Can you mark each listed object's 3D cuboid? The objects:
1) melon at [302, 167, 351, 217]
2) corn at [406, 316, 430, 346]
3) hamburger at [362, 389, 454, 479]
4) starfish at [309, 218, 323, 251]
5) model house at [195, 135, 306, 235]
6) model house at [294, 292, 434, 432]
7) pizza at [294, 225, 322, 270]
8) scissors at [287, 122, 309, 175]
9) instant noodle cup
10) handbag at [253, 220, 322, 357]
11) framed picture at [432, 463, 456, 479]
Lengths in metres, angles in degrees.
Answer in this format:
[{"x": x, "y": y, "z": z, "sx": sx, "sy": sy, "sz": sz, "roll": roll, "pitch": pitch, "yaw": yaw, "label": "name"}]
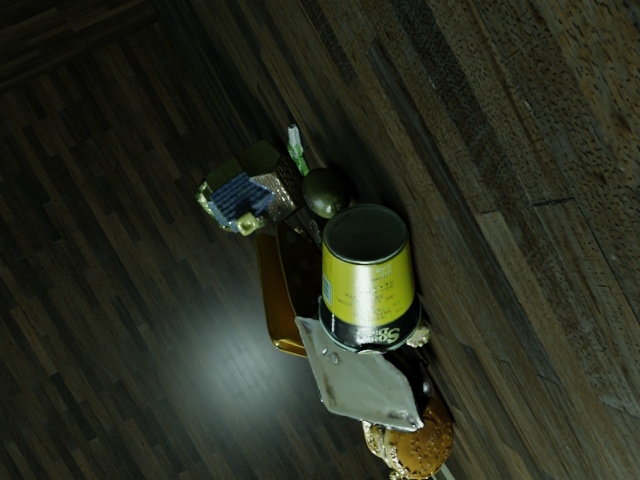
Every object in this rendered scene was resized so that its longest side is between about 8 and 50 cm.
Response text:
[{"x": 0.010, "y": -0.109, "z": 1.089, "sx": 0.162, "sy": 0.099, "sz": 0.099, "roll": 54, "pitch": 170, "yaw": 55, "label": "melon"}, {"x": 0.154, "y": 0.144, "z": 1.138, "sx": 0.288, "sy": 0.086, "sz": 0.087, "roll": 46, "pitch": 163, "yaw": 57, "label": "corn"}, {"x": 0.236, "y": 0.514, "z": 1.330, "sx": 0.245, "sy": 0.261, "sz": 0.211, "roll": 31, "pitch": 163, "yaw": -18, "label": "hamburger"}, {"x": 0.010, "y": -0.003, "z": 1.658, "sx": 0.209, "sy": 0.053, "sz": 0.150, "roll": -136, "pitch": 30, "yaw": -75, "label": "starfish"}, {"x": -0.193, "y": -0.127, "z": 1.541, "sx": 0.261, "sy": 0.321, "sz": 0.266, "roll": 58, "pitch": 173, "yaw": -33, "label": "model house"}, {"x": 0.140, "y": 0.268, "z": 1.229, "sx": 0.282, "sy": 0.317, "sz": 0.297, "roll": -23, "pitch": -67, "yaw": -62, "label": "model house"}, {"x": -0.029, "y": 0.080, "z": 2.025, "sx": 0.297, "sy": 0.071, "sz": 0.189, "roll": 63, "pitch": -176, "yaw": 8, "label": "pizza"}, {"x": -0.064, "y": -0.246, "z": 1.296, "sx": 0.101, "sy": 0.027, "sz": 0.204, "roll": 57, "pitch": 173, "yaw": 15, "label": "scissors"}, {"x": 0.087, "y": 0.066, "z": 0.922, "sx": 0.215, "sy": 0.215, "sz": 0.236, "roll": 53, "pitch": 162, "yaw": 41, "label": "instant noodle cup"}, {"x": -0.046, "y": 0.150, "z": 1.452, "sx": 0.283, "sy": 0.133, "sz": 0.401, "roll": 37, "pitch": -150, "yaw": -50, "label": "handbag"}, {"x": 0.439, "y": 0.879, "z": 2.059, "sx": 0.326, "sy": 0.028, "sz": 0.446, "roll": 57, "pitch": 171, "yaw": 24, "label": "framed picture"}]
